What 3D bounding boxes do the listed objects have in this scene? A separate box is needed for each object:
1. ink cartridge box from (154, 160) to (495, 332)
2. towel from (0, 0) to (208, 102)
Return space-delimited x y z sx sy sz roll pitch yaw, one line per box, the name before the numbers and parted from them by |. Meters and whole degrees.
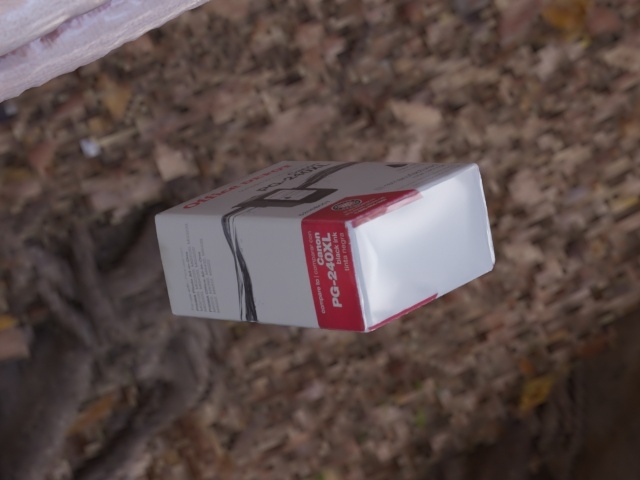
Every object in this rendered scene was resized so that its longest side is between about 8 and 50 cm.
ink cartridge box | 0.000 0.000 0.968 0.150 0.063 0.109 3 -160 43
towel | -0.139 -0.176 0.527 0.317 0.332 0.053 -30 157 -12
